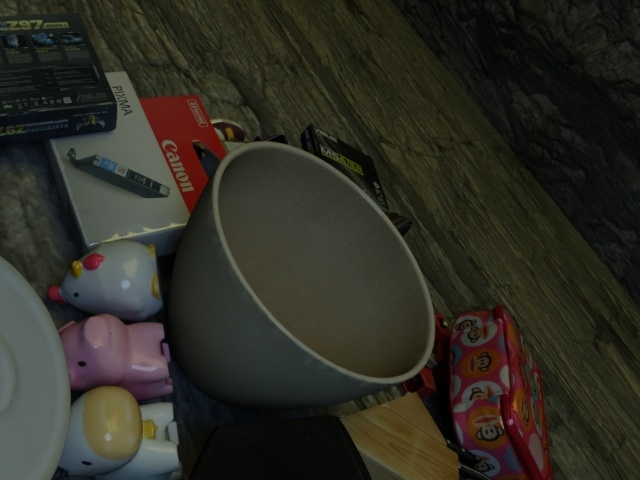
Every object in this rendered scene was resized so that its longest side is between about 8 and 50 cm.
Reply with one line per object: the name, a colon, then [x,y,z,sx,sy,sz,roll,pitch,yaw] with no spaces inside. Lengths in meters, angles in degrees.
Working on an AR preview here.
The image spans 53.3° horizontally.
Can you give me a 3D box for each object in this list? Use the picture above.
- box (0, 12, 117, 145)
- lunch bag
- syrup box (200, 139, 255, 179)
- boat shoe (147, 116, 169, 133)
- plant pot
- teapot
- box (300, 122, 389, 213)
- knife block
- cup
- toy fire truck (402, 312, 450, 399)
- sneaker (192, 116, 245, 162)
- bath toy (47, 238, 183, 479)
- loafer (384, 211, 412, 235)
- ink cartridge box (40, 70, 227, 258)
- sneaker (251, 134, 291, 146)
box: [-0.404,-0.210,0.822,0.233,0.059,0.183,-15,63,-29]
lunch bag: [0.313,0.285,1.087,0.258,0.120,0.293,59,27,-28]
syrup box: [-0.102,-0.046,1.035,0.093,0.096,0.237,-7,59,-51]
boat shoe: [-0.246,-0.119,0.978,0.183,0.065,0.083,49,29,3]
plant pot: [-0.036,0.273,0.595,0.188,0.187,0.167,-5,36,-4]
teapot: [-0.330,0.128,0.478,0.256,0.187,0.252,-68,138,-75]
box: [0.053,-0.151,1.401,0.191,0.045,0.184,24,39,-33]
knife block: [0.128,0.339,0.861,0.276,0.088,0.242,1,51,-51]
cup: [-0.057,0.079,0.796,0.331,0.237,0.331,32,35,-25]
toy fire truck: [0.190,0.201,1.141,0.135,0.047,0.192,23,37,-33]
sneaker: [-0.201,-0.165,1.098,0.185,0.069,0.084,-3,63,-44]
bath toy: [-0.219,0.140,0.654,0.129,0.151,0.348,-8,50,-11]
loafer: [0.106,-0.022,1.254,0.084,0.096,0.267,45,24,10]
ink cartridge box: [-0.240,-0.117,0.901,0.261,0.066,0.296,-13,61,-30]
sneaker: [-0.067,-0.154,1.205,0.083,0.098,0.224,54,32,14]
